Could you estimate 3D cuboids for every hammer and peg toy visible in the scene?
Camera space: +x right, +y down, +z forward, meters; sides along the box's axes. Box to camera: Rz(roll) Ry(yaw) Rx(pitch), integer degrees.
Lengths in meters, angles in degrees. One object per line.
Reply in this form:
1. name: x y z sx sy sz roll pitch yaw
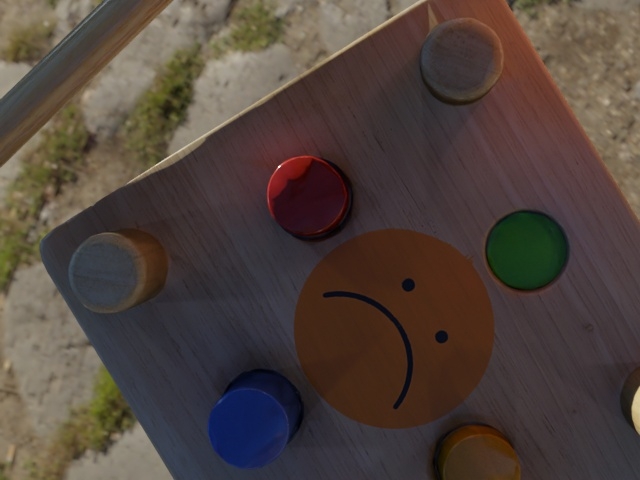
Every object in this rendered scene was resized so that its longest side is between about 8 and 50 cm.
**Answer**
1. hammer and peg toy: 0.000 0.000 0.626 0.266 0.127 0.361 -32 90 5
